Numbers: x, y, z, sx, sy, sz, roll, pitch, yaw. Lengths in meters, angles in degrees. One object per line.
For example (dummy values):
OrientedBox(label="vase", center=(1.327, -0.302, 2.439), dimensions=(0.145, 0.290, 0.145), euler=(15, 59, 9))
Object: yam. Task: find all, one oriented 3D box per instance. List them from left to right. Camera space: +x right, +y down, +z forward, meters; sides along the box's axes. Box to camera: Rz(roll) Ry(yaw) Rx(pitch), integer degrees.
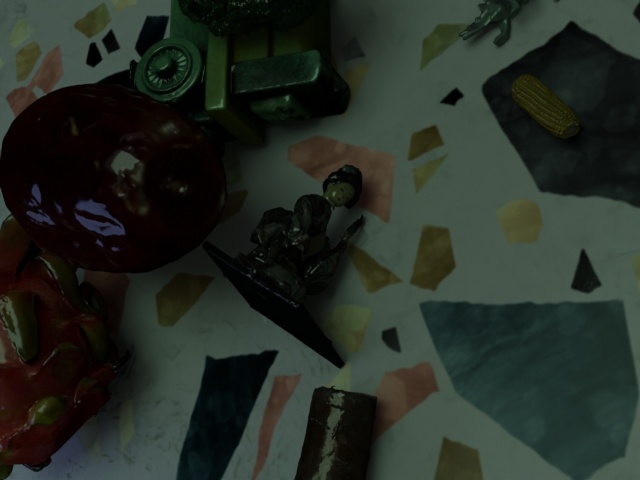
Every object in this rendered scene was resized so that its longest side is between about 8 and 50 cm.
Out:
OrientedBox(label="yam", center=(0.014, 0.229, 1.068), dimensions=(0.079, 0.079, 0.141), euler=(4, 75, 30))

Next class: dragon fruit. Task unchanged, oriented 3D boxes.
OrientedBox(label="dragon fruit", center=(-0.365, 0.130, 1.246), dimensions=(0.227, 0.243, 0.307), euler=(-38, 17, 38))

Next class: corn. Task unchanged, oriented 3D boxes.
OrientedBox(label="corn", center=(0.245, -0.145, 1.090), dimensions=(0.037, 0.037, 0.092), euler=(-45, 56, 9))

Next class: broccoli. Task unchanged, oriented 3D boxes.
OrientedBox(label="broccoli", center=(-0.082, -0.314, 1.121), dimensions=(0.195, 0.195, 0.156), euler=(-41, 18, 11))

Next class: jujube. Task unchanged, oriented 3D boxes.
OrientedBox(label="jujube", center=(-0.238, -0.070, 1.140), dimensions=(0.318, 0.223, 0.223), euler=(10, 78, 52))

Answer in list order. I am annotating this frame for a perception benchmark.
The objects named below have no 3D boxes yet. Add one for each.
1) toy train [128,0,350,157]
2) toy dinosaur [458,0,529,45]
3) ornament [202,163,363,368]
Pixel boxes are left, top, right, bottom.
OrientedBox(label="toy train", center=(-0.095, -0.293, 1.265), dimensions=(0.253, 0.160, 0.397), euler=(-5, 72, 18))
OrientedBox(label="toy dinosaur", center=(0.241, -0.304, 1.146), dimensions=(0.209, 0.039, 0.082), euler=(-36, 58, 13))
OrientedBox(label="ornament", center=(0.000, 0.000, 1.130), dimensions=(0.153, 0.166, 0.196), euler=(29, 74, 32))
